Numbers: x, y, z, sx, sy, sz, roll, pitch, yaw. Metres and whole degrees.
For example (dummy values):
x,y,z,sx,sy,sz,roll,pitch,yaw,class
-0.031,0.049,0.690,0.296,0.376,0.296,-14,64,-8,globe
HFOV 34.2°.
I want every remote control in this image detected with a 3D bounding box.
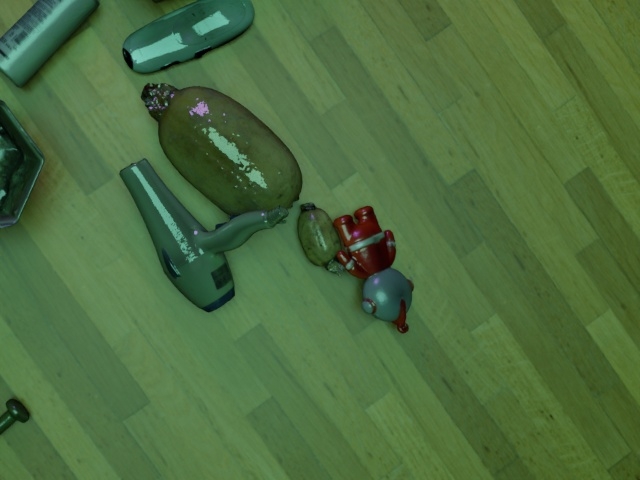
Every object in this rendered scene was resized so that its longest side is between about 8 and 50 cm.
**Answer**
x,y,z,sx,sy,sz,roll,pitch,yaw,class
-0.240,-0.381,1.904,0.256,0.045,0.097,-27,92,-3,remote control

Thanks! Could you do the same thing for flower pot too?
x,y,z,sx,sy,sz,roll,pitch,yaw,class
-0.601,-0.132,1.766,0.209,0.189,0.239,23,89,-25,flower pot

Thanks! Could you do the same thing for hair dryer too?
x,y,z,sx,sy,sz,roll,pitch,yaw,class
-0.224,-0.051,1.820,0.296,0.119,0.298,42,129,5,hair dryer

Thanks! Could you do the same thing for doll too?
x,y,z,sx,sy,sz,roll,pitch,yaw,class
0.106,0.059,1.917,0.142,0.076,0.245,-25,94,-35,doll

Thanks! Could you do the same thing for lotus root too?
x,y,z,sx,sy,sz,roll,pitch,yaw,class
0.000,0.000,1.919,0.072,0.063,0.152,-27,89,-15,lotus root
-0.181,-0.169,1.855,0.343,0.151,0.169,41,87,-5,lotus root

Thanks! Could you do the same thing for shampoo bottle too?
x,y,z,sx,sy,sz,roll,pitch,yaw,class
-0.479,-0.394,1.858,0.085,0.085,0.262,43,85,-4,shampoo bottle

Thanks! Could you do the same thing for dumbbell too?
x,y,z,sx,sy,sz,roll,pitch,yaw,class
-0.578,0.337,1.859,0.118,0.052,0.046,-42,54,-5,dumbbell

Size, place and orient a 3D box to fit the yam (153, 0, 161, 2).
x,y,z,sx,sy,sz,roll,pitch,yaw,class
-0.232,-0.532,1.849,0.268,0.161,0.161,-28,93,-6,yam
